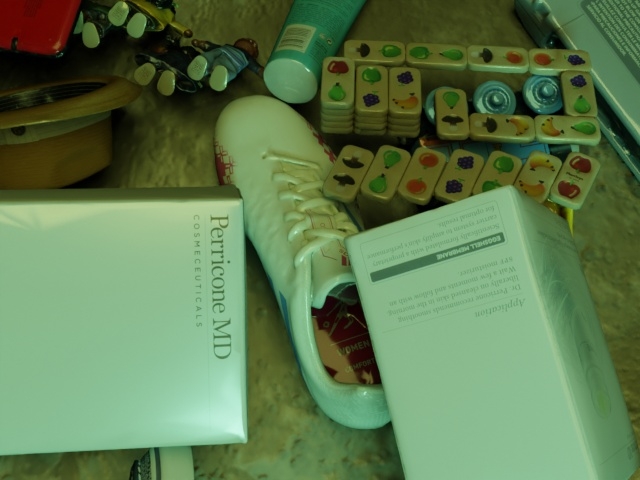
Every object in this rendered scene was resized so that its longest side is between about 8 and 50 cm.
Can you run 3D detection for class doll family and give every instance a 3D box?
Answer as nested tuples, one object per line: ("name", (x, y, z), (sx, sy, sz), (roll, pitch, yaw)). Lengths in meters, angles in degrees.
("doll family", (-0.139, -0.190, 0.885), (0.193, 0.111, 0.076), (38, 112, -1))

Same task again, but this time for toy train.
("toy train", (0.166, -0.095, 0.897), (0.184, 0.080, 0.105), (-10, 82, -9))

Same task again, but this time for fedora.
("fedora", (-0.249, -0.091, 0.825), (0.194, 0.194, 0.079), (-14, 111, -11))

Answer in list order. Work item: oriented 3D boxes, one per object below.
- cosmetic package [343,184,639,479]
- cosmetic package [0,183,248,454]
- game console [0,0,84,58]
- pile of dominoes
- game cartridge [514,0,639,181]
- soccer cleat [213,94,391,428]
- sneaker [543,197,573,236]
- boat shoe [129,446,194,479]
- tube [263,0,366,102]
("cosmetic package", (0.145, 0.094, 0.735), (0.138, 0.224, 0.224), (-18, 78, 22))
("cosmetic package", (-0.241, 0.056, 0.735), (0.366, 0.155, 0.197), (-3, 96, -6))
("game console", (-0.261, -0.221, 0.867), (0.124, 0.085, 0.144), (9, 72, 10))
("pile of dominoes", (0.125, -0.116, 0.820), (0.251, 0.040, 0.196), (2, 53, 1))
("game cartridge", (0.360, -0.178, 0.957), (0.198, 0.062, 0.297), (-29, 78, -18))
("soccer cleat", (0.000, 0.000, 0.811), (0.116, 0.143, 0.331), (-20, 76, -12))
("sneaker", (0.204, 0.033, 0.865), (0.064, 0.067, 0.175), (4, 74, -7))
("boat shoe", (-0.188, 0.316, 0.697), (0.158, 0.127, 0.340), (9, 72, -11))
("tube", (0.001, -0.220, 0.915), (0.080, 0.052, 0.207), (25, 52, -4))
